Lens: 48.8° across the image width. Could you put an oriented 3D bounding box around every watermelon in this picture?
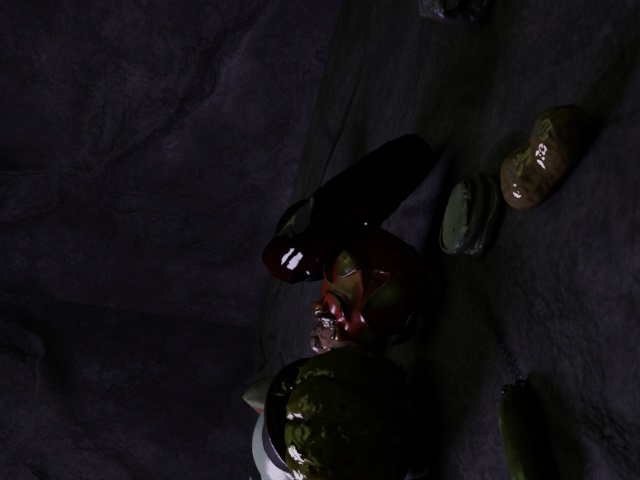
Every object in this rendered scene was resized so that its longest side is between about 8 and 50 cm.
[{"bbox_3d":[-0.065,0.484,1.999,0.310,0.232,0.193,-9,61,31],"label":"watermelon"}]

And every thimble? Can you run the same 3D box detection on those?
[{"bbox_3d":[0.250,-0.476,1.302,0.118,0.127,0.151,-111,27,-72],"label":"thimble"}]

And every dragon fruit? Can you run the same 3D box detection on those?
[{"bbox_3d":[0.102,0.094,1.338,0.227,0.224,0.224,-62,14,11],"label":"dragon fruit"}]

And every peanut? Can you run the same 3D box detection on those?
[{"bbox_3d":[0.283,-0.105,0.914,0.174,0.080,0.080,109,166,-50],"label":"peanut"}]

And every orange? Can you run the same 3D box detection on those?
[{"bbox_3d":[0.060,0.342,1.246,0.300,0.223,0.301,-4,-87,-63],"label":"orange"}]

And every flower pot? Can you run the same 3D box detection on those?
[{"bbox_3d":[-0.026,0.402,1.509,0.166,0.269,0.269,-45,34,48],"label":"flower pot"}]

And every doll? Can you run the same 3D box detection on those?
[{"bbox_3d":[0.046,0.242,1.686,0.303,0.156,0.201,116,156,-70],"label":"doll"}]

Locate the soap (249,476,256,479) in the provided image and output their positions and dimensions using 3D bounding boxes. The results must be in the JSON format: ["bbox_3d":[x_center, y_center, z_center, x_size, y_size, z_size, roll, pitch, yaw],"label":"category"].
[{"bbox_3d":[-0.114,0.878,1.781,0.435,0.213,0.350,-94,20,-52],"label":"soap"}]

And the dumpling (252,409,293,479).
[{"bbox_3d":[-0.030,0.495,1.733,0.270,0.211,0.321,3,98,38],"label":"dumpling"}]

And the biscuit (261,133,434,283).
[{"bbox_3d":[0.064,-0.053,1.420,0.091,0.407,0.407,52,155,10],"label":"biscuit"}]

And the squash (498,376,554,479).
[{"bbox_3d":[0.250,0.246,0.870,0.183,0.052,0.052,-87,12,-48],"label":"squash"}]

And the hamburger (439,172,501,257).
[{"bbox_3d":[0.240,-0.041,1.140,0.133,0.062,0.140,-116,34,-74],"label":"hamburger"}]

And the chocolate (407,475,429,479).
[{"bbox_3d":[0.131,0.526,1.148,0.161,0.083,0.261,-150,69,-81],"label":"chocolate"}]

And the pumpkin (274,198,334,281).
[{"bbox_3d":[0.000,0.000,2.051,0.248,0.248,0.248,-170,90,-80],"label":"pumpkin"}]
